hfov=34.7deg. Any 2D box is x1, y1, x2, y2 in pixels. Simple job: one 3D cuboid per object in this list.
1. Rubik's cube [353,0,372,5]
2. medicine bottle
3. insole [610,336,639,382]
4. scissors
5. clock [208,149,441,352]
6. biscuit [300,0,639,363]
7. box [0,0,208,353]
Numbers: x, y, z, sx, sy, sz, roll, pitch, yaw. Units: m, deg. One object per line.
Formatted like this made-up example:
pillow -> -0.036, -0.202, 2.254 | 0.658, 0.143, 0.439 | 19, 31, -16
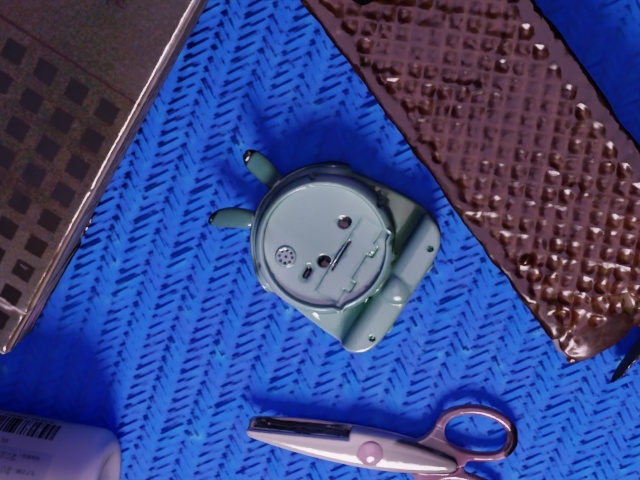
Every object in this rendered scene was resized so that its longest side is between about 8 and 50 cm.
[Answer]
Rubik's cube -> 0.090, -0.311, 0.422 | 0.293, 0.288, 0.283 | -34, 97, -18
medicine bottle -> -0.230, 0.156, 0.659 | 0.186, 0.103, 0.103 | 10, 100, 2
insole -> 0.235, 0.014, 0.618 | 0.004, 0.064, 0.188 | 38, 106, 10
scissors -> 0.038, 0.138, 0.674 | 0.176, 0.022, 0.086 | 10, 101, 0
clock -> 0.000, 0.000, 0.643 | 0.135, 0.041, 0.101 | 30, 101, -1
biscuit -> 0.080, -0.109, 0.604 | 0.107, 0.073, 0.388 | -36, 94, 11
box -> -0.191, -0.101, 0.602 | 0.180, 0.047, 0.325 | 32, 115, -4
